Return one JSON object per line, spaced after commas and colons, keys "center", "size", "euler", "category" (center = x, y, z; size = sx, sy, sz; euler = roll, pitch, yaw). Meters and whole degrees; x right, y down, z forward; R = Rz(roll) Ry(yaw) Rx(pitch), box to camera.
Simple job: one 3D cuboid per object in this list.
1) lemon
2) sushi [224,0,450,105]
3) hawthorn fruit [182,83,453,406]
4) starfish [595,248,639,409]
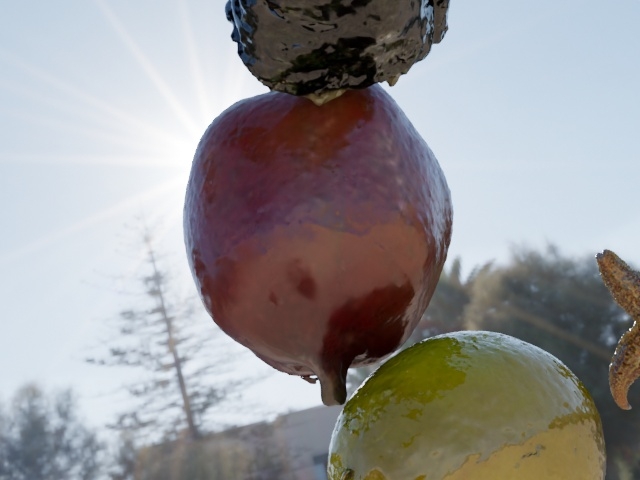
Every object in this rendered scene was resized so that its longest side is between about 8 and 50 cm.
{"center": [0.130, 0.196, 0.849], "size": [0.235, 0.236, 0.263], "euler": [-23, -5, 20], "category": "lemon"}
{"center": [0.030, -0.286, 0.881], "size": [0.210, 0.350, 0.171], "euler": [6, -40, 8], "category": "sushi"}
{"center": [-0.008, -0.014, 0.943], "size": [0.295, 0.295, 0.311], "euler": [-26, 16, 27], "category": "hawthorn fruit"}
{"center": [0.408, 0.099, 1.105], "size": [0.043, 0.227, 0.241], "euler": [-29, -35, -64], "category": "starfish"}
